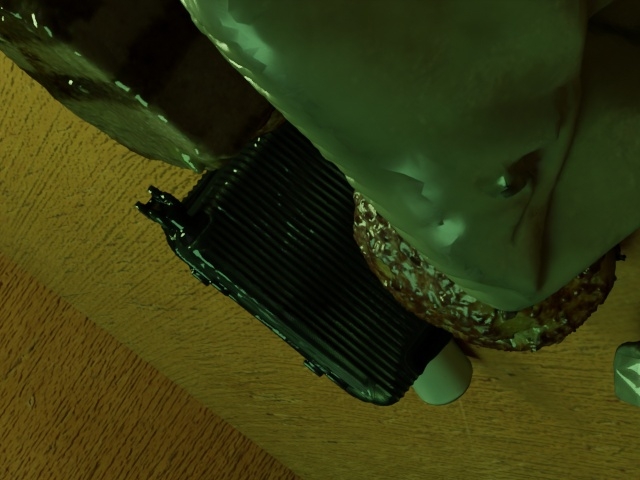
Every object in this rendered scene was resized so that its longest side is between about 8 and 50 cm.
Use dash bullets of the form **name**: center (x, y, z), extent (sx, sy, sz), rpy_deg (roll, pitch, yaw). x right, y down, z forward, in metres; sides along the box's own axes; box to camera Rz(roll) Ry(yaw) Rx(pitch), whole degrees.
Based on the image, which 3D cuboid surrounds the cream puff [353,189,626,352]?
- **cream puff**: center (0.135, 0.002, 1.482), extent (0.240, 0.164, 0.240), rpy_deg (29, 158, 13)

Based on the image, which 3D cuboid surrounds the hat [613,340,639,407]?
- **hat**: center (0.375, 0.173, 1.573), extent (0.226, 0.164, 0.219), rpy_deg (4, -148, -12)

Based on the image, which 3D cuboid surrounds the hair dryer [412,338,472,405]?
- **hair dryer**: center (0.069, 0.096, 2.081), extent (0.236, 0.073, 0.131), rpy_deg (32, 165, 47)

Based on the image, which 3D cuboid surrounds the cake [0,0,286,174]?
- **cake**: center (-0.130, -0.172, 1.451), extent (0.293, 0.199, 0.196), rpy_deg (43, 160, -31)

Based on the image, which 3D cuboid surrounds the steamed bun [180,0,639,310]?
- **steamed bun**: center (0.081, -0.152, 0.950), extent (0.368, 0.255, 0.342), rpy_deg (48, -172, -32)

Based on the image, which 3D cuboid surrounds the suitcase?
- **suitcase**: center (0.000, 0.000, 1.671), extent (0.312, 0.202, 0.128), rpy_deg (39, 174, -15)
